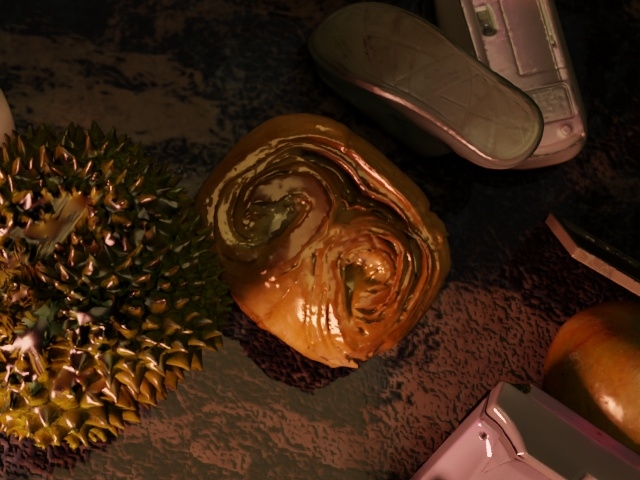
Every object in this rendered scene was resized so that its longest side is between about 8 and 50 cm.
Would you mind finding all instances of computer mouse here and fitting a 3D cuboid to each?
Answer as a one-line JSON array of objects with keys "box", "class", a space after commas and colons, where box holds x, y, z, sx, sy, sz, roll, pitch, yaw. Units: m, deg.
[{"box": [0.188, -0.188, 1.944, 0.126, 0.056, 0.245, -13, 82, -15], "class": "computer mouse"}]

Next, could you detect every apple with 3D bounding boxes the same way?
[{"box": [0.296, 0.147, 1.832, 0.182, 0.182, 0.155, 7, 119, -12], "class": "apple"}]

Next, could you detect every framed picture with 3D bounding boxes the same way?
[{"box": [0.333, 0.053, 1.866, 0.250, 0.184, 0.016, 29, 99, -7], "class": "framed picture"}]

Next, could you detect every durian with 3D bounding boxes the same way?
[{"box": [-0.207, 0.046, 1.703, 0.291, 0.225, 0.291, -2, 65, 5], "class": "durian"}]

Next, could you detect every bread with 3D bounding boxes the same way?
[{"box": [0.002, -0.003, 1.820, 0.236, 0.120, 0.198, 43, 72, -2], "class": "bread"}]

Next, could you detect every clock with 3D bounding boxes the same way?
[{"box": [0.213, 0.254, 1.783, 0.253, 0.186, 0.083, 33, 42, -4], "class": "clock"}]

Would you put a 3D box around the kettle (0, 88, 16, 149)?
[{"box": [-0.361, -0.081, 1.751, 0.148, 0.127, 0.098, -17, 68, -33], "class": "kettle"}]

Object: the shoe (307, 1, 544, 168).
[{"box": [0.103, -0.137, 1.892, 0.251, 0.100, 0.103, 31, 71, 19], "class": "shoe"}]
